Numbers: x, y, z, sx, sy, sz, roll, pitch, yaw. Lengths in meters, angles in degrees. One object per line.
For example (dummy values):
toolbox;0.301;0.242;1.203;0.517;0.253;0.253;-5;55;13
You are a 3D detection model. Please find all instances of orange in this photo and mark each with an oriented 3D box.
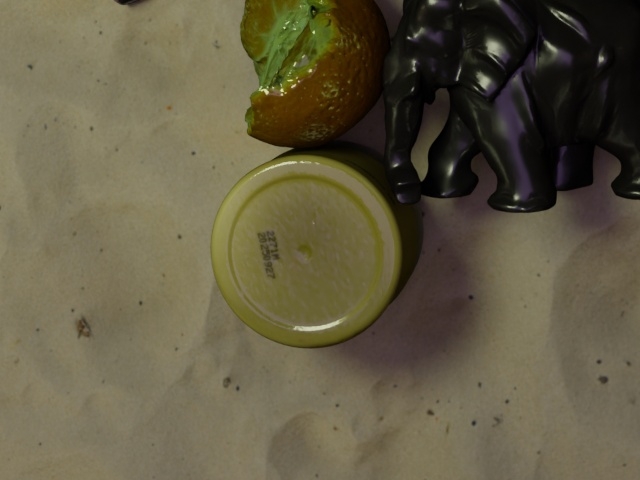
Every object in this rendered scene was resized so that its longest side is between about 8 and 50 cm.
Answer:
orange;-0.007;-0.202;1.574;0.158;0.237;0.179;24;126;-25

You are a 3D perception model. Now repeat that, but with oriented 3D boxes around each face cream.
face cream;0.000;0.000;1.615;0.218;0.179;0.218;2;100;12

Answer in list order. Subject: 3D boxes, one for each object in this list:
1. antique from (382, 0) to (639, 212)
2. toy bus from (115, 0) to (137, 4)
antique;0.223;-0.168;1.533;0.322;0.185;0.255;-6;107;-5
toy bus;-0.247;-0.346;1.675;0.037;0.052;0.131;-20;95;12
